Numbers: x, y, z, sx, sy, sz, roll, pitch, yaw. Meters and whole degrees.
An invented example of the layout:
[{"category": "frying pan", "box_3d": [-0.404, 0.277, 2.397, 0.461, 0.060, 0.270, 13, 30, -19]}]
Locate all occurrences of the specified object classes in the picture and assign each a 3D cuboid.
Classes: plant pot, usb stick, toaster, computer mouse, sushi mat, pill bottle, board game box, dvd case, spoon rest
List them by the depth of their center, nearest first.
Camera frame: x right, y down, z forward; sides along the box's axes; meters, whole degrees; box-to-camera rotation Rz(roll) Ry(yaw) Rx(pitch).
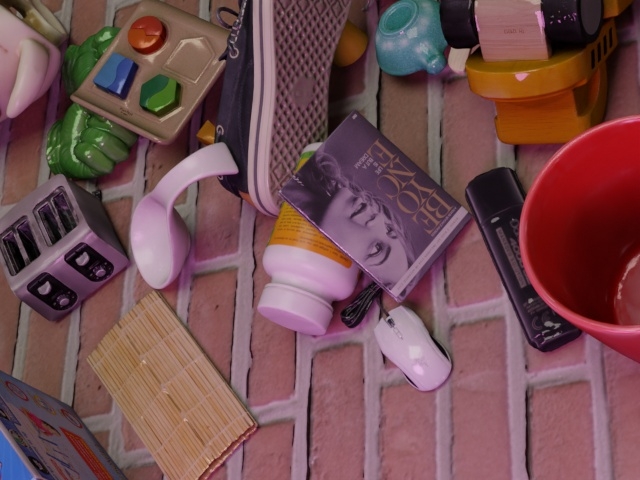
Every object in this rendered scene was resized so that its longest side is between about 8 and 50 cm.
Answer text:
[{"category": "plant pot", "box_3d": [0.397, 0.025, 1.559, 0.274, 0.243, 0.275, -14, 60, 24]}, {"category": "usb stick", "box_3d": [0.264, 0.019, 1.766, 0.077, 0.045, 0.278, -25, 55, 8]}, {"category": "computer mouse", "box_3d": [0.106, 0.120, 1.804, 0.106, 0.042, 0.193, -43, 52, 3]}, {"category": "dvd case", "box_3d": [0.076, -0.048, 1.817, 0.221, 0.018, 0.164, 42, 71, -2]}, {"category": "board game box", "box_3d": [-0.388, 0.300, 1.832, 0.086, 0.302, 0.308, -48, 51, 0]}, {"category": "pill bottle", "box_3d": [0.000, 0.000, 1.869, 0.136, 0.136, 0.246, 9, 70, 33]}, {"category": "sushi mat", "box_3d": [-0.221, 0.217, 1.957, 0.151, 0.019, 0.316, -45, 51, 3]}, {"category": "spoon rest", "box_3d": [-0.220, -0.037, 1.987, 0.276, 0.084, 0.137, -52, 55, 40]}, {"category": "toaster", "box_3d": [-0.413, 0.004, 2.125, 0.168, 0.110, 0.186, -37, 52, 7]}]

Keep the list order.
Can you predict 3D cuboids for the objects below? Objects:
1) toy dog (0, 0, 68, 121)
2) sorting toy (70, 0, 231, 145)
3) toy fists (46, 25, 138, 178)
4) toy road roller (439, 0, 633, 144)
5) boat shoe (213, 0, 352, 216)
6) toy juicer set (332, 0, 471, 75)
[{"category": "toy dog", "box_3d": [-0.630, -0.245, 2.303, 0.408, 0.284, 0.395, -46, 59, 10]}, {"category": "sorting toy", "box_3d": [-0.224, -0.258, 2.117, 0.307, 0.041, 0.229, 27, 72, 27]}, {"category": "toy fists", "box_3d": [-0.367, -0.231, 2.233, 0.142, 0.096, 0.279, -8, 60, 24]}, {"category": "toy road roller", "box_3d": [0.313, -0.274, 1.828, 0.202, 0.241, 0.329, 2, 29, 31]}, {"category": "boat shoe", "box_3d": [-0.065, -0.287, 1.968, 0.156, 0.186, 0.500, 12, 97, 44]}, {"category": "toy juicer set", "box_3d": [0.156, -0.332, 1.988, 0.329, 0.089, 0.209, 19, 72, 47]}]
